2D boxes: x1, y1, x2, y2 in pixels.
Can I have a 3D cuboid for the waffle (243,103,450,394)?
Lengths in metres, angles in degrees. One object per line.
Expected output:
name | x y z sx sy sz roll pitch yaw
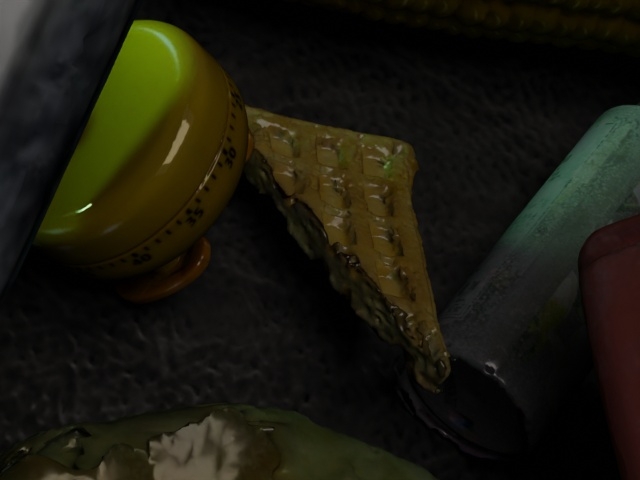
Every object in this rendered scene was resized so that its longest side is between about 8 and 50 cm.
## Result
waffle | 0.000 0.000 0.714 0.097 0.023 0.153 11 38 -15

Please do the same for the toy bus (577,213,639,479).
toy bus | 0.319 0.040 0.622 0.427 0.233 0.203 -19 59 14

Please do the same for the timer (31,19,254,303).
timer | -0.086 -0.041 0.686 0.109 0.107 0.107 42 49 -45

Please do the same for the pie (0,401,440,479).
pie | -0.034 0.194 0.616 0.306 0.071 0.306 8 65 -18

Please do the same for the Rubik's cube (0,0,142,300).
Rubik's cube | -0.230 -0.040 0.469 0.316 0.318 0.313 23 86 -8

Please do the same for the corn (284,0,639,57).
corn | 0.073 -0.150 0.791 0.363 0.120 0.120 7 64 -12

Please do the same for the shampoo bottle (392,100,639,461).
shampoo bottle | 0.120 0.001 0.763 0.072 0.072 0.214 40 60 2
